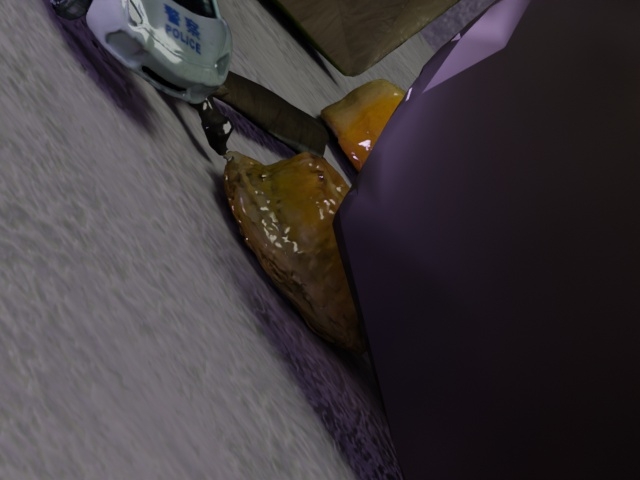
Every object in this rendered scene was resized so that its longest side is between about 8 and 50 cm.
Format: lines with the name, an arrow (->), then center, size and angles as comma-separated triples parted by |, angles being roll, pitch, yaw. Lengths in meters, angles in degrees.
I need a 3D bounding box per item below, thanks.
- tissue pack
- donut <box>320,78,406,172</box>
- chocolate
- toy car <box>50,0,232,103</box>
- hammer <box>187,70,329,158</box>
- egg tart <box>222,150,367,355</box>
tissue pack -> -0.013, -0.317, 1.748 | 0.200, 0.167, 0.275 | 45, 11, -52
donut -> 0.082, -0.043, 1.500 | 0.190, 0.074, 0.174 | 55, 9, 14
chocolate -> 0.185, 0.049, 0.978 | 0.297, 0.314, 0.326 | 66, 6, -71
toy car -> -0.097, -0.144, 0.981 | 0.095, 0.056, 0.205 | 29, 22, -41
hammer -> -0.042, -0.080, 1.162 | 0.125, 0.027, 0.297 | 60, 11, 15
egg tart -> 0.000, 0.000, 1.008 | 0.129, 0.049, 0.129 | 53, 10, -14
